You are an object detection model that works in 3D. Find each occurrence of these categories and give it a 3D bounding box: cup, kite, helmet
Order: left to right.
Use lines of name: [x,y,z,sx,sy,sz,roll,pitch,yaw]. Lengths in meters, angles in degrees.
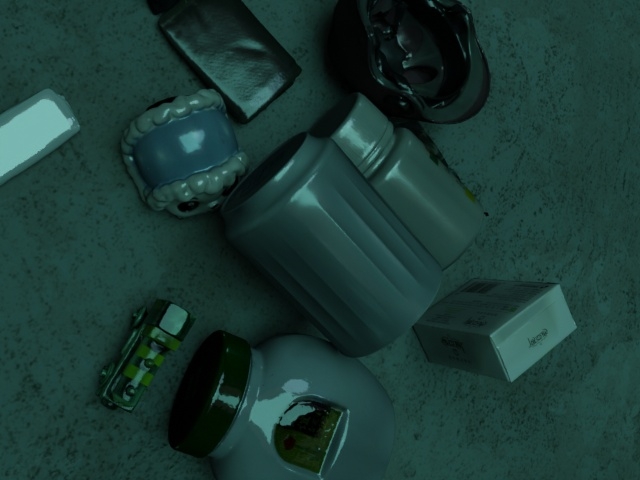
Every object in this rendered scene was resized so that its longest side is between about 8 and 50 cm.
cup: [0.000,0.000,1.203,0.327,0.323,0.237,46,78,-16]
helmet: [0.153,-0.362,1.364,0.338,0.197,0.271,41,64,-24]
kite: [0.217,-0.149,1.428,0.310,0.169,0.015,46,70,-31]

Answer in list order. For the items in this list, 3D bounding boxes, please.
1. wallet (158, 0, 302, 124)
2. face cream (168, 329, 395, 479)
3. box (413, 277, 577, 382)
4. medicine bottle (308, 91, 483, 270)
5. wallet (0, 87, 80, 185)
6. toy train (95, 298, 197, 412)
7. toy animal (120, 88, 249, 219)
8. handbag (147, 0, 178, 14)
wallet: [-0.166,-0.353,1.294,0.168,0.052,0.245,-45,102,-20]
face cream: [-0.061,0.316,1.217,0.357,0.219,0.313,26,79,-19]
box: [0.339,0.169,1.396,0.194,0.260,0.111,-31,105,-23]
medicine bottle: [0.129,-0.104,1.334,0.339,0.208,0.208,42,71,-18]
wallet: [-0.487,-0.170,1.137,0.190,0.033,0.095,-42,107,-20]
toy train: [-0.294,0.190,1.159,0.083,0.132,0.200,32,73,-20]
toy animal: [-0.220,-0.147,1.199,0.208,0.156,0.204,-24,95,-21]
handbag: [-0.237,-0.535,1.176,0.088,0.254,0.211,36,69,18]
